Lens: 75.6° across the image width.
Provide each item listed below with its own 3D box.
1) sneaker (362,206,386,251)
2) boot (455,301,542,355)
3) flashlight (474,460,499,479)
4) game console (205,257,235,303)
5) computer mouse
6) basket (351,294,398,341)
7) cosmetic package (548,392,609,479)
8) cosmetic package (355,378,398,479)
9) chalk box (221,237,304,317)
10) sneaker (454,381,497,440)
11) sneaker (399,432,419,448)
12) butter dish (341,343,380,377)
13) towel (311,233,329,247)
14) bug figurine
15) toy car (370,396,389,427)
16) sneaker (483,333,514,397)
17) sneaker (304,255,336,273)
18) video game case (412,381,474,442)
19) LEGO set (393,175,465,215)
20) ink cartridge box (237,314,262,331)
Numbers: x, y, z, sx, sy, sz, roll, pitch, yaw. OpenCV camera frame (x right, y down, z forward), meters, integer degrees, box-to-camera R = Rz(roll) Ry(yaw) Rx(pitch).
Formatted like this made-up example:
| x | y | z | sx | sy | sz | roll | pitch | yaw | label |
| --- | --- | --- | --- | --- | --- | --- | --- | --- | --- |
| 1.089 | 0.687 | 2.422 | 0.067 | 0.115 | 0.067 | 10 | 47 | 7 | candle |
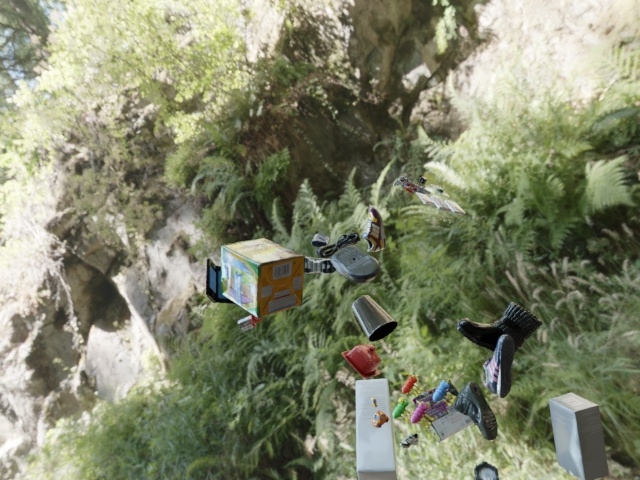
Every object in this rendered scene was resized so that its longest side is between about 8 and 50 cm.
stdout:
| x | y | z | sx | sy | sz | roll | pitch | yaw | label |
| --- | --- | --- | --- | --- | --- | --- | --- | --- | --- |
| 0.210 | -0.044 | 1.688 | 0.084 | 0.185 | 0.069 | -15 | 4 | -16 | sneaker |
| 0.879 | 0.410 | 2.051 | 0.260 | 0.348 | 0.131 | -63 | 1 | 19 | boot |
| 0.729 | 1.080 | 1.790 | 0.103 | 0.103 | 0.304 | -11 | -56 | 15 | flashlight |
| -0.343 | 0.141 | 1.448 | 0.085 | 0.144 | 0.124 | -9 | -29 | 2 | game console |
| 0.122 | 0.081 | 1.518 | 0.189 | 0.272 | 0.072 | -24 | -53 | -16 | computer mouse |
| 0.289 | 0.431 | 2.332 | 0.204 | 0.227 | 0.154 | -16 | -43 | -29 | basket |
| 0.862 | 0.656 | 1.382 | 0.107 | 0.237 | 0.127 | -11 | 2 | -11 | cosmetic package |
| 0.250 | 0.875 | 1.848 | 0.162 | 0.453 | 0.230 | -7 | -60 | 9 | cosmetic package |
| -0.212 | 0.105 | 1.358 | 0.180 | 0.289 | 0.179 | -11 | -69 | -40 | chalk box |
| 0.638 | 0.717 | 1.703 | 0.087 | 0.227 | 0.130 | 4 | -43 | -26 | sneaker |
| 0.290 | 0.650 | 1.348 | 0.083 | 0.032 | 0.036 | 6 | -82 | -41 | sneaker |
| 0.205 | 0.518 | 1.847 | 0.160 | 0.160 | 0.118 | 12 | -66 | -53 | butter dish |
| 0.000 | 0.000 | 1.698 | 0.119 | 0.067 | 0.029 | -70 | -4 | -73 | towel |
| 0.380 | 0.613 | 1.602 | 0.216 | 0.072 | 0.279 | -49 | 12 | -26 | bug figurine |
| 0.171 | 0.543 | 1.316 | 0.060 | 0.040 | 0.122 | -14 | 14 | -16 | toy car |
| 0.837 | 0.585 | 1.973 | 0.112 | 0.131 | 0.318 | -6 | -77 | -30 | sneaker |
| -0.021 | 0.113 | 1.860 | 0.234 | 0.078 | 0.106 | 3 | -3 | 23 | sneaker |
| 0.576 | 0.788 | 1.913 | 0.232 | 0.210 | 0.041 | -11 | -39 | -29 | video game case |
| 0.382 | -0.163 | 1.483 | 0.183 | 0.244 | 0.060 | 10 | -56 | -26 | LEGO set |
| -0.371 | 0.432 | 2.182 | 0.115 | 0.029 | 0.062 | -24 | -60 | -1 | ink cartridge box |
